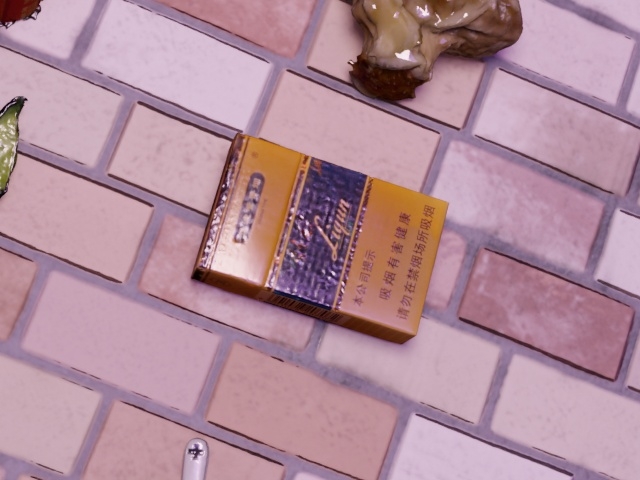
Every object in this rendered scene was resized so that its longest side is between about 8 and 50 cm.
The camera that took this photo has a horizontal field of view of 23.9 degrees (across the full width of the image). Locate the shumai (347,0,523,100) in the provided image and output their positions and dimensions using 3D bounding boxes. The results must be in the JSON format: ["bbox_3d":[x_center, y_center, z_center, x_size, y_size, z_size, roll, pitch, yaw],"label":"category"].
[{"bbox_3d":[0.102,-0.234,1.592,0.209,0.161,0.153,39,67,-20],"label":"shumai"}]

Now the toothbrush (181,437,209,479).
[{"bbox_3d":[-0.137,0.342,1.465,0.030,0.030,0.304,10,75,-10],"label":"toothbrush"}]

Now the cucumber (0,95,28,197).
[{"bbox_3d":[-0.360,-0.052,1.503,0.220,0.046,0.070,-42,91,-17],"label":"cucumber"}]

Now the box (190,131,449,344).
[{"bbox_3d":[0.000,0.000,1.560,0.237,0.070,0.152,19,73,-10],"label":"box"}]

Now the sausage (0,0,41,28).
[{"bbox_3d":[-0.290,-0.290,1.461,0.083,0.264,0.083,4,75,-16],"label":"sausage"}]
